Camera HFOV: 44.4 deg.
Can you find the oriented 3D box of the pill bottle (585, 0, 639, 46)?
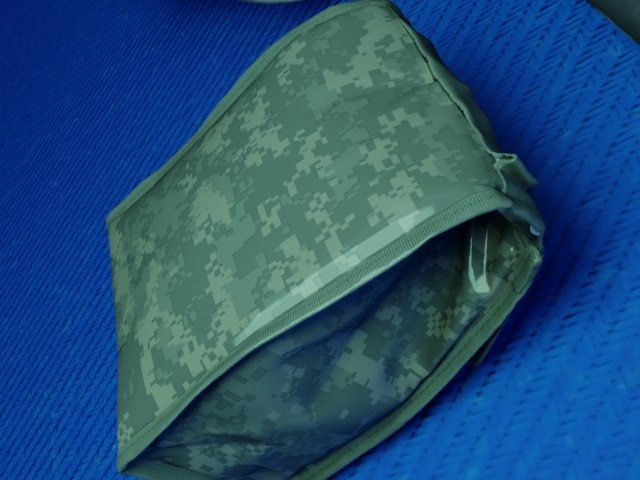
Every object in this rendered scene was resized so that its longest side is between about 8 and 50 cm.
[{"bbox_3d":[0.226,-0.193,0.405,0.204,0.204,0.361,-41,41,17],"label":"pill bottle"}]

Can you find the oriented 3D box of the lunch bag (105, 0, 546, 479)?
[{"bbox_3d":[0.000,0.000,0.527,0.287,0.169,0.235,-42,41,22],"label":"lunch bag"}]

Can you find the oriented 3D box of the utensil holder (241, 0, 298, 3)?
[{"bbox_3d":[-0.147,-0.431,0.859,0.385,0.327,0.328,25,82,53],"label":"utensil holder"}]
